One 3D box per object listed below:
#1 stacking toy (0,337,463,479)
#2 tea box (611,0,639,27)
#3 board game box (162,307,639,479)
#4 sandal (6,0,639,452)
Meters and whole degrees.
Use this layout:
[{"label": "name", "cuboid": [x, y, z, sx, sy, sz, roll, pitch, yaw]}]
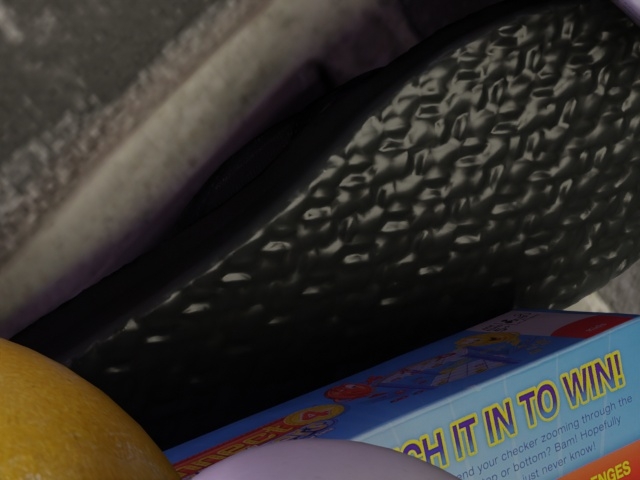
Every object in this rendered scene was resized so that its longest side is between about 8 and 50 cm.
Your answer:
[{"label": "stacking toy", "cuboid": [-0.146, 0.138, 0.546, 0.350, 0.480, 0.351, 13, 75, -59]}, {"label": "tea box", "cuboid": [0.173, -0.255, 0.681, 0.329, 0.220, 0.323, 41, 102, -14]}, {"label": "board game box", "cuboid": [0.037, 0.216, 0.788, 0.308, 0.086, 0.302, -18, 101, -35]}, {"label": "sandal", "cuboid": [-0.002, -0.001, 0.885, 0.445, 0.107, 0.167, -30, 127, -4]}]
